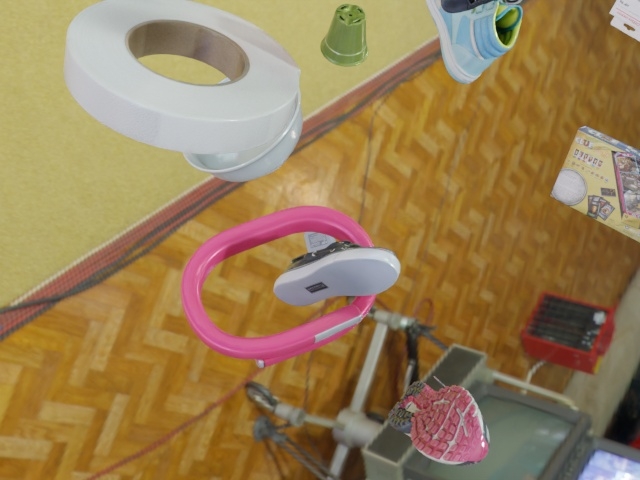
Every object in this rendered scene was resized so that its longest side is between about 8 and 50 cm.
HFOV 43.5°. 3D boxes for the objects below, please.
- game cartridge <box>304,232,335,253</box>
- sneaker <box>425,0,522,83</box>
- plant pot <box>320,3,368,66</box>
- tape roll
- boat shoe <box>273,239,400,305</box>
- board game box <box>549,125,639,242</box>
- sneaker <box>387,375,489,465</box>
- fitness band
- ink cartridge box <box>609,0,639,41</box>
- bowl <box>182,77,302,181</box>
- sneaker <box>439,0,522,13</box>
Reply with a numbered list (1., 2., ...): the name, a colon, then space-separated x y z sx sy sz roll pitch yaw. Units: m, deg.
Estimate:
1. game cartridge: 0.000 0.000 1.581 0.017 0.083 0.056 -8 86 -37
2. sneaker: 0.367 -0.551 1.874 0.127 0.208 0.319 -6 76 -38
3. plant pot: 0.044 -0.347 1.333 0.083 0.083 0.079 -52 164 -30
4. tape roll: -0.226 -0.287 1.344 0.392 0.392 0.072 -32 151 -44
5. boat shoe: 0.026 0.036 1.127 0.080 0.228 0.076 40 53 -23
6. board game box: 0.615 -0.110 1.650 0.042 0.243 0.165 -25 139 -47
7. sneaker: 0.211 0.303 1.304 0.112 0.299 0.121 39 84 -6
8. fitness band: -0.054 0.060 1.145 0.291 0.209 0.054 -20 153 -16
9. ink cartridge box: 0.376 -0.278 0.940 0.028 0.048 0.083 -26 148 -45
10. bowl: -0.155 -0.238 1.809 0.298 0.298 0.134 -62 143 -19
11. sneaker: 0.342 -0.519 1.644 0.086 0.226 0.163 58 28 -21
